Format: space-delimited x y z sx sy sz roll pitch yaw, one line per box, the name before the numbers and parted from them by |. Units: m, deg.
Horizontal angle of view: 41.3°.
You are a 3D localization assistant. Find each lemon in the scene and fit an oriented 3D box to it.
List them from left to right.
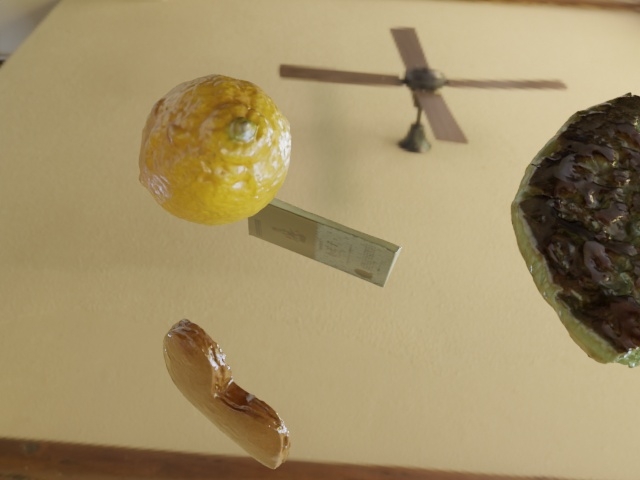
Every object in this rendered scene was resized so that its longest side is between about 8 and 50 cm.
lemon | -0.097 -0.086 0.798 0.142 0.142 0.187 -15 179 -25

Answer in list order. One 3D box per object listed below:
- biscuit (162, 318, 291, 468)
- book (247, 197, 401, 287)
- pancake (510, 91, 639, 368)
biscuit | -0.112 0.183 0.996 0.192 0.186 0.036 38 -120 13
book | 0.000 0.000 1.084 0.199 0.138 0.016 21 -110 5
pancake | 0.365 -0.030 0.947 0.305 0.067 0.426 -2 -137 1
